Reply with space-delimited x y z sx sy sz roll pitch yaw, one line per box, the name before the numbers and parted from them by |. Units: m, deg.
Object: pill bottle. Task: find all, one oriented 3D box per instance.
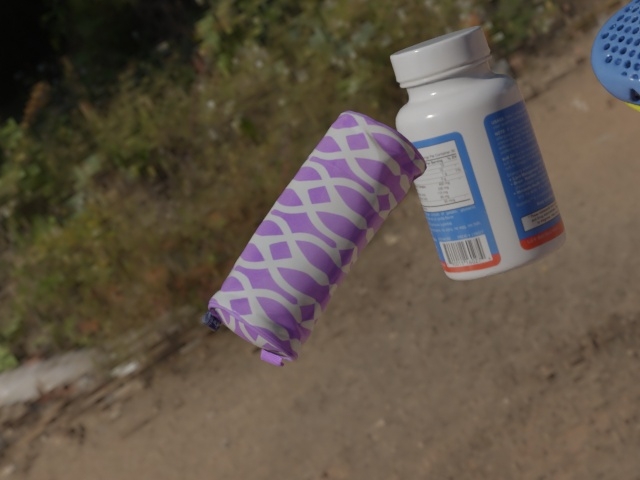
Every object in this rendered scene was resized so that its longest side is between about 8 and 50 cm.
pill bottle | 0.144 -0.084 1.493 0.124 0.221 0.124 -18 9 3

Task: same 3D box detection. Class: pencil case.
pencil case | 0.000 0.000 1.218 0.086 0.088 0.206 27 78 42

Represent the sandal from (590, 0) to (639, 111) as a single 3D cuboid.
sandal | 0.299 -0.184 1.008 0.317 0.138 0.126 -28 45 37
